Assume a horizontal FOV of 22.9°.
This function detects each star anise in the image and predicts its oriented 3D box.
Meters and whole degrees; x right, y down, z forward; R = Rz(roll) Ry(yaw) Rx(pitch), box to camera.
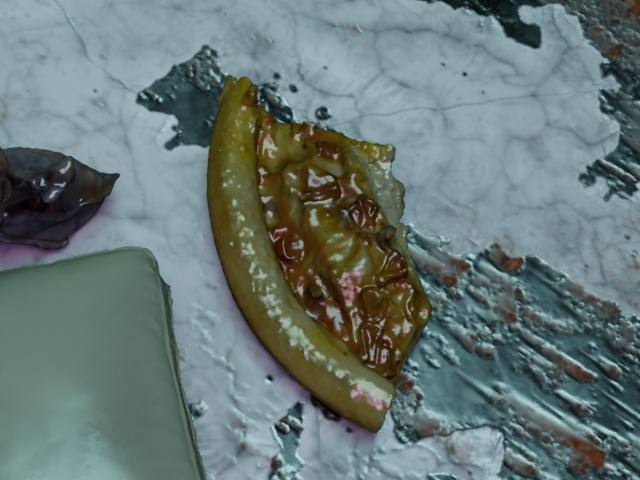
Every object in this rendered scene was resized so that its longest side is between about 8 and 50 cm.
[{"bbox_3d":[-0.296,-0.029,1.301,0.198,0.257,0.111,-13,89,11],"label":"star anise"}]

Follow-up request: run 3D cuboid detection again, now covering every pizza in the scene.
[{"bbox_3d":[0.000,0.000,1.392,0.182,0.074,0.365,-15,65,-6],"label":"pizza"}]

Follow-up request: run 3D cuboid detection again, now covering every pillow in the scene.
[{"bbox_3d":[-0.220,0.164,1.245,0.255,0.120,0.322,-11,64,-9],"label":"pillow"}]
